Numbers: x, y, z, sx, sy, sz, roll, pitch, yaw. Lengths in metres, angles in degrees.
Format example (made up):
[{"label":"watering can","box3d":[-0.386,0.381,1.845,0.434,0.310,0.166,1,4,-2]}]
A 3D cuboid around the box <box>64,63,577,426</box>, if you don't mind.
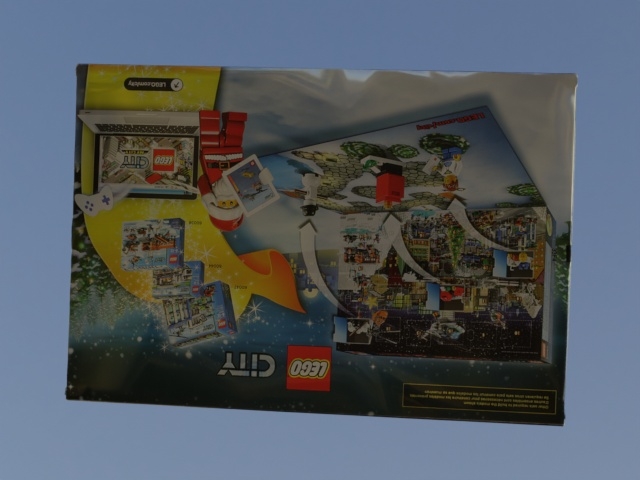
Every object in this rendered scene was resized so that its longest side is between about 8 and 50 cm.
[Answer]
[{"label":"box","box3d":[0.000,0.000,0.651,0.233,0.044,0.159,2,-89,7]}]
